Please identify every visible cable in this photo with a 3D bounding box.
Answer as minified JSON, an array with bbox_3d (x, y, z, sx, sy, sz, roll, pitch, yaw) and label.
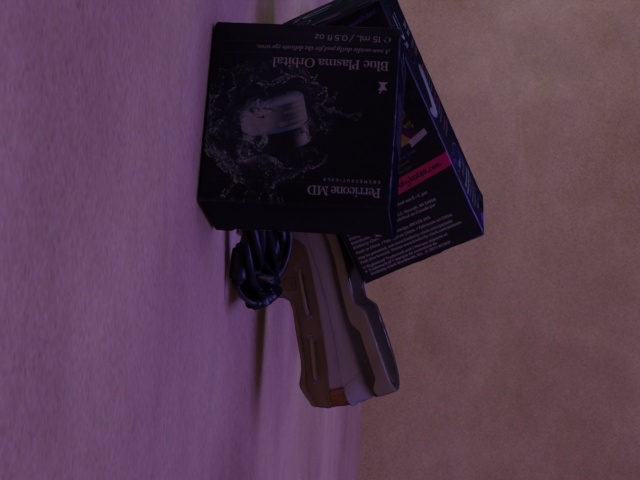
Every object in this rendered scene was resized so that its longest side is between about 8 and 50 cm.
[{"bbox_3d":[-0.059,-0.015,1.325,0.184,0.047,0.151,-42,129,-79],"label":"cable"}]

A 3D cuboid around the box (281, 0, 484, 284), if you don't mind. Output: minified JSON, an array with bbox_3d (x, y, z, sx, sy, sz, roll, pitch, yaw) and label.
[{"bbox_3d":[0.058,-0.119,1.464,0.165,0.143,0.270,-72,139,-72],"label":"box"}]

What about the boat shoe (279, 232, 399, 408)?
[{"bbox_3d":[-0.010,0.035,1.504,0.113,0.103,0.302,20,51,-74],"label":"boat shoe"}]

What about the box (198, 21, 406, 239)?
[{"bbox_3d":[-0.011,-0.090,1.141,0.093,0.156,0.158,71,22,-74],"label":"box"}]
